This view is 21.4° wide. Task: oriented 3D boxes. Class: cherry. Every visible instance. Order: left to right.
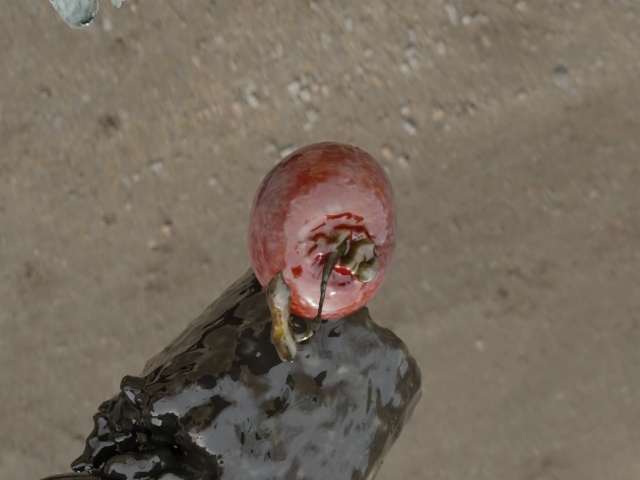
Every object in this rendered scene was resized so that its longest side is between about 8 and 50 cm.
[{"bbox_3d":[0.000,0.000,0.967,0.090,0.225,0.107,18,100,-1],"label":"cherry"}]

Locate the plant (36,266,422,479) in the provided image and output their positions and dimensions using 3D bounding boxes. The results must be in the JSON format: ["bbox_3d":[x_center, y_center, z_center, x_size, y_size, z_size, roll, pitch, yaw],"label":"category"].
[{"bbox_3d":[-0.084,0.170,1.115,0.181,0.194,0.321,45,65,-5],"label":"plant"}]

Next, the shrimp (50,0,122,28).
[{"bbox_3d":[-0.351,-0.176,1.445,0.410,0.221,0.166,-43,108,-37],"label":"shrimp"}]
